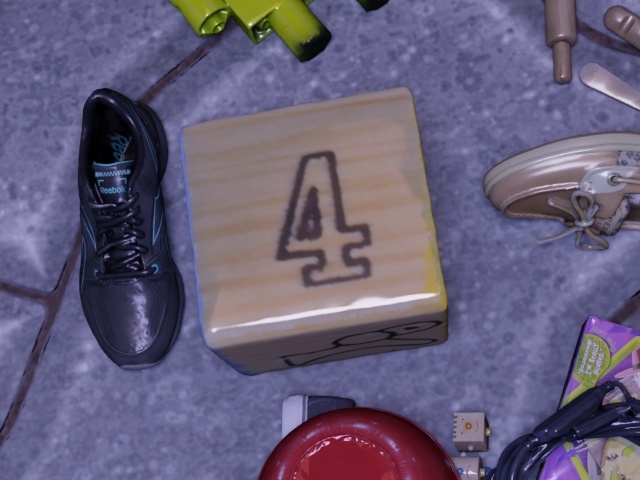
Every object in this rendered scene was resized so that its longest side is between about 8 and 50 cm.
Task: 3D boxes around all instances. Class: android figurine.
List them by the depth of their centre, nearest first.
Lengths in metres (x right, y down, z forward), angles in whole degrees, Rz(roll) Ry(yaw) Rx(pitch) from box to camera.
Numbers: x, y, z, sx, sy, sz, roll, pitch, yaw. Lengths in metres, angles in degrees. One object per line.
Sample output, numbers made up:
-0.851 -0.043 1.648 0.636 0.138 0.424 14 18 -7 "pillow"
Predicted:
-0.054 -0.315 1.157 0.248 0.056 0.273 -36 76 -4 "android figurine"

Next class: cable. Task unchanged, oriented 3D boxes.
0.222 0.215 0.950 0.184 0.047 0.150 -35 81 -11 "cable"

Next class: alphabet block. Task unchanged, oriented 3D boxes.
0.000 0.000 1.000 0.197 0.192 0.193 -9 77 3 "alphabet block"

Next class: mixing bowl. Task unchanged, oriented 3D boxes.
0.025 0.207 0.914 0.181 0.098 0.181 -3 66 6 "mixing bowl"

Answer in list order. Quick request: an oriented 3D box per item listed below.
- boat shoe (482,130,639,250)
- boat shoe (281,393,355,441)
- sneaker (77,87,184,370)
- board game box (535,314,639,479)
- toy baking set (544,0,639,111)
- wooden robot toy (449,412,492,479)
0.289 -0.039 1.021 0.285 0.104 0.089 -3 73 5 "boat shoe"
0.010 0.244 0.997 0.076 0.080 0.228 -6 68 6 "boat shoe"
-0.190 -0.014 1.068 0.101 0.106 0.267 -9 76 3 "sneaker"
0.277 0.258 0.977 0.208 0.056 0.346 19 78 6 "board game box"
0.310 -0.210 1.101 0.197 0.030 0.256 4 76 7 "toy baking set"
0.105 0.234 0.992 0.079 0.076 0.173 -2 75 17 "wooden robot toy"
